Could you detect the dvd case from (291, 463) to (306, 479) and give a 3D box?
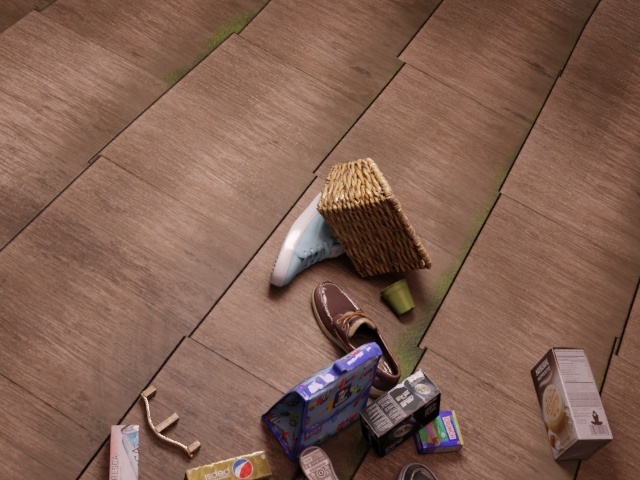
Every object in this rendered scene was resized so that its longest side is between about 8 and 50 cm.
[{"bbox_3d":[-0.019,0.632,1.768,0.180,0.022,0.253,28,53,6],"label":"dvd case"}]

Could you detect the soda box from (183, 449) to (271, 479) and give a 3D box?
[{"bbox_3d":[-0.204,0.518,1.776,0.181,0.058,0.061,-10,59,-21],"label":"soda box"}]

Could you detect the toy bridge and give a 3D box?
[{"bbox_3d":[-0.348,0.417,1.829,0.063,0.026,0.188,-33,69,-29],"label":"toy bridge"}]

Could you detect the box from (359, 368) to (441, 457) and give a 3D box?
[{"bbox_3d":[0.186,0.402,1.879,0.180,0.147,0.077,-32,59,-15],"label":"box"}]

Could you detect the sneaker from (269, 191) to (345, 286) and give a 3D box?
[{"bbox_3d":[0.000,0.000,2.157,0.150,0.135,0.366,28,54,9],"label":"sneaker"}]

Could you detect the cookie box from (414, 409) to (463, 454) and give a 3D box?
[{"bbox_3d":[0.281,0.463,1.959,0.107,0.040,0.092,-1,54,-17],"label":"cookie box"}]

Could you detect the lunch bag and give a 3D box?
[{"bbox_3d":[0.013,0.337,1.817,0.221,0.293,0.138,-26,65,-29],"label":"lunch bag"}]

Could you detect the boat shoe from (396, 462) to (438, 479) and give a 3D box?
[{"bbox_3d":[0.256,0.631,1.774,0.121,0.119,0.335,-3,49,-16],"label":"boat shoe"}]

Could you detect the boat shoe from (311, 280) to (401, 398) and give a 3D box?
[{"bbox_3d":[0.095,0.225,2.027,0.123,0.123,0.342,-17,61,-25],"label":"boat shoe"}]

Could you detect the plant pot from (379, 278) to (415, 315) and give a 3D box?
[{"bbox_3d":[0.212,0.156,2.146,0.083,0.083,0.079,-21,76,-27],"label":"plant pot"}]

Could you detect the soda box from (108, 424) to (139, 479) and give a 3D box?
[{"bbox_3d":[-0.422,0.491,1.736,0.063,0.058,0.183,2,55,-14],"label":"soda box"}]

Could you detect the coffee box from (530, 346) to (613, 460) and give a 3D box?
[{"bbox_3d":[0.625,0.408,2.031,0.098,0.141,0.246,2,54,-13],"label":"coffee box"}]

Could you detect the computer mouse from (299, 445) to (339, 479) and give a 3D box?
[{"bbox_3d":[0.015,0.549,1.799,0.106,0.042,0.193,-21,68,-22],"label":"computer mouse"}]

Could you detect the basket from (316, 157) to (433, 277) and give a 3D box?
[{"bbox_3d":[0.167,-0.075,2.119,0.223,0.299,0.213,-10,42,32],"label":"basket"}]
